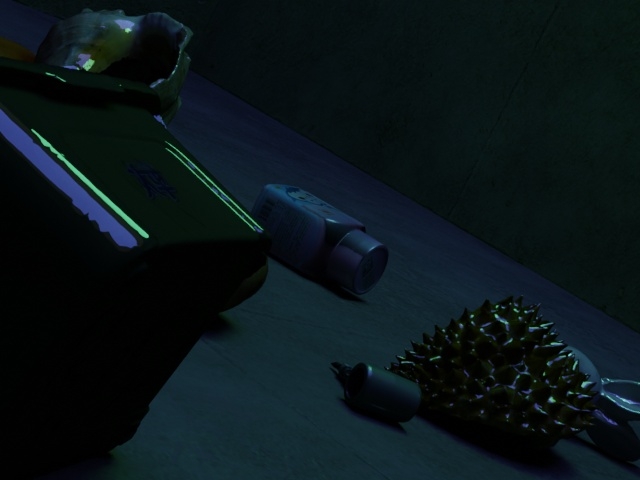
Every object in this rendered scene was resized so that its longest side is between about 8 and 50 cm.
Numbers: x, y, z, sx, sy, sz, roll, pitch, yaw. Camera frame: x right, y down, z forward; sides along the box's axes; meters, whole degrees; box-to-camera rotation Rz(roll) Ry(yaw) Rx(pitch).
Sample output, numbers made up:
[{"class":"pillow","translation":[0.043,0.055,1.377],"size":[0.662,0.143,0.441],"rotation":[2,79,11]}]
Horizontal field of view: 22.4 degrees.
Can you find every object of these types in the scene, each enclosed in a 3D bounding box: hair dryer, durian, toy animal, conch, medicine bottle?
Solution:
[{"class":"hair dryer","translation":[0.043,0.150,1.708],"size":[0.071,0.047,0.150],"rotation":[25,-2,-25]},{"class":"durian","translation":[0.218,0.166,1.849],"size":[0.306,0.166,0.172],"rotation":[0,60,-53]},{"class":"toy animal","translation":[0.329,0.197,2.041],"size":[0.220,0.104,0.131],"rotation":[29,7,21]},{"class":"conch","translation":[-0.292,-0.206,2.280],"size":[0.186,0.263,0.324],"rotation":[50,34,-35]},{"class":"medicine bottle","translation":[0.000,0.000,2.279],"size":[0.188,0.094,0.119],"rotation":[31,11,28]}]

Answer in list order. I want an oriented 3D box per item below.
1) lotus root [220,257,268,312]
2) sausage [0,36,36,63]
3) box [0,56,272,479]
[{"class":"lotus root","translation":[-0.130,0.020,1.684],"size":[0.125,0.118,0.221],"rotation":[-5,-1,21]},{"class":"sausage","translation":[-0.490,-0.251,2.313],"size":[0.105,0.105,0.274],"rotation":[30,9,21]},{"class":"box","translation":[-0.183,0.032,1.049],"size":[0.178,0.253,0.328],"rotation":[42,12,13]}]
